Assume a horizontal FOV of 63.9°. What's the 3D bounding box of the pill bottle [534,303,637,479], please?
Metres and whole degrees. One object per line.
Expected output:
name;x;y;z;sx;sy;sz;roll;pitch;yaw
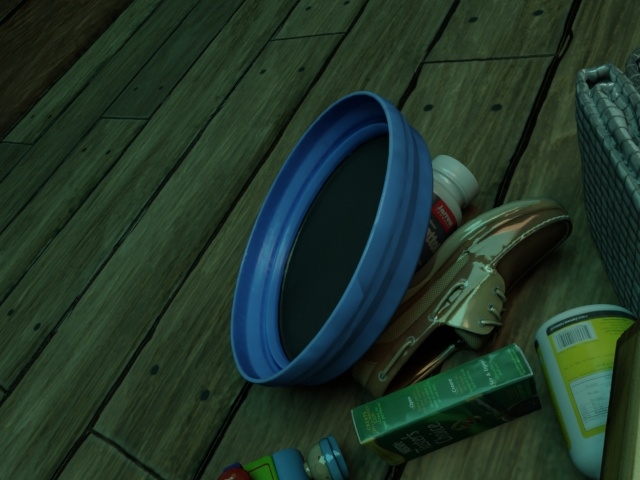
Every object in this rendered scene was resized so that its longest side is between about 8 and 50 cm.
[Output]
pill bottle;0.278;0.161;0.485;0.103;0.103;0.184;-17;48;18

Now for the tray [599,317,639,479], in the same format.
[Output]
tray;0.402;0.204;0.312;0.410;0.076;0.203;15;63;17

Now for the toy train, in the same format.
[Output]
toy train;-0.009;0.333;0.528;0.143;0.105;0.248;-23;45;-6

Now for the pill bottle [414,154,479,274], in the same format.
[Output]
pill bottle;0.134;-0.031;0.722;0.180;0.108;0.108;-45;46;-9

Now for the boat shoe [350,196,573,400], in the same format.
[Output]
boat shoe;0.170;0.079;0.615;0.324;0.123;0.116;-40;48;10

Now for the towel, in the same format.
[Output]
towel;0.351;-0.020;0.497;0.121;0.235;0.284;-17;47;17

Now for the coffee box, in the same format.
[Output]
coffee box;0.137;0.181;0.548;0.184;0.113;0.040;-25;49;9

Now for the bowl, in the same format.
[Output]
bowl;0.000;0.000;0.674;0.391;0.077;0.391;-47;30;38
